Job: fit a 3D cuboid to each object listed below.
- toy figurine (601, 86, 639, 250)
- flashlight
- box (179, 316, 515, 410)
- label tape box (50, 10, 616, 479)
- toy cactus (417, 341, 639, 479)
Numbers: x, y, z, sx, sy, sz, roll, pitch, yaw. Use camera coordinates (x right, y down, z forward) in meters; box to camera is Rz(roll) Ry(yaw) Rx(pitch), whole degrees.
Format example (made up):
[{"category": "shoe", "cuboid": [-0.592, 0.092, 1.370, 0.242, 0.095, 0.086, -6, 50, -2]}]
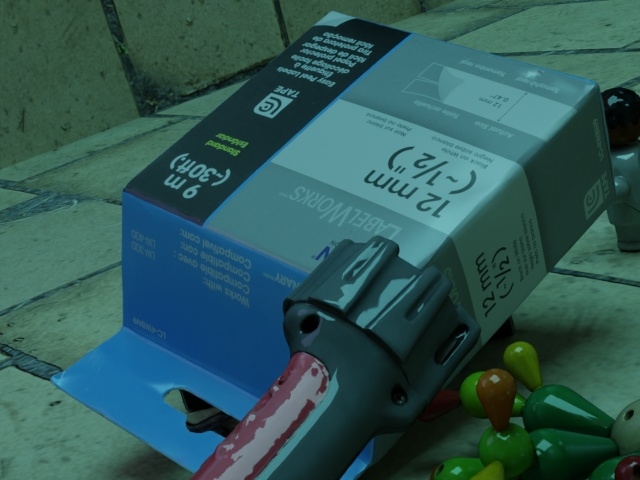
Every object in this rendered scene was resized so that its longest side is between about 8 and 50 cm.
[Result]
[{"category": "toy figurine", "cuboid": [0.331, -0.076, 1.094, 0.213, 0.148, 0.209, -19, 16, -12]}, {"category": "flashlight", "cuboid": [-0.048, 0.119, 0.710, 0.103, 0.103, 0.304, 5, 46, 48]}, {"category": "box", "cuboid": [0.012, 0.030, 1.111, 0.261, 0.103, 0.184, -14, 20, 7]}, {"category": "label tape box", "cuboid": [0.000, 0.000, 0.940, 0.249, 0.115, 0.348, 23, 54, 38]}, {"category": "toy cactus", "cuboid": [0.146, 0.108, 0.762, 0.181, 0.112, 0.219, -8, 6, -10]}]
